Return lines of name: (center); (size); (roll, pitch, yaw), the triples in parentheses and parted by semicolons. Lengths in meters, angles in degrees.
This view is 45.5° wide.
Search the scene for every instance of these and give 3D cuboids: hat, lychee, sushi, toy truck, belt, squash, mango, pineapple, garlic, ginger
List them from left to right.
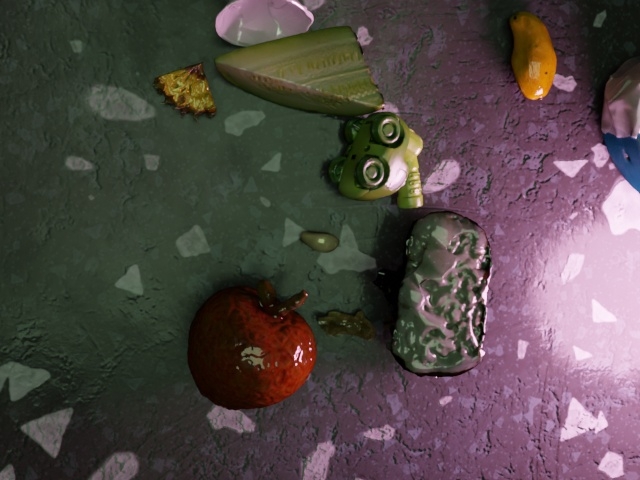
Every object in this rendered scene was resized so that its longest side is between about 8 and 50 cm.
pineapple: (-0.260, -0.303, 1.523); (0.137, 0.069, 0.116); (29, 84, -19)
lychee: (-0.130, 0.203, 1.489); (0.255, 0.255, 0.300); (22, 123, -10)
hat: (-0.115, -0.471, 1.480); (0.203, 0.203, 0.126); (-5, 79, -8)
squash: (-0.043, -0.297, 1.526); (0.289, 0.111, 0.203); (-19, 78, -10)
garlic: (0.000, 0.000, 1.589); (0.083, 0.053, 0.041); (14, 107, -5)
ginger: (0.055, 0.179, 1.619); (0.137, 0.044, 0.057); (10, 64, -15)
toy truck: (0.134, -0.165, 1.558); (0.210, 0.148, 0.187); (8, 90, -30)
sushi: (0.223, 0.107, 1.563); (0.234, 0.207, 0.348); (11, 88, 2)
mango: (0.449, -0.390, 1.616); (0.098, 0.075, 0.190); (-9, 89, -14)
belt: (0.802, -0.219, 1.634); (0.436, 0.173, 0.300); (38, 91, -10)
